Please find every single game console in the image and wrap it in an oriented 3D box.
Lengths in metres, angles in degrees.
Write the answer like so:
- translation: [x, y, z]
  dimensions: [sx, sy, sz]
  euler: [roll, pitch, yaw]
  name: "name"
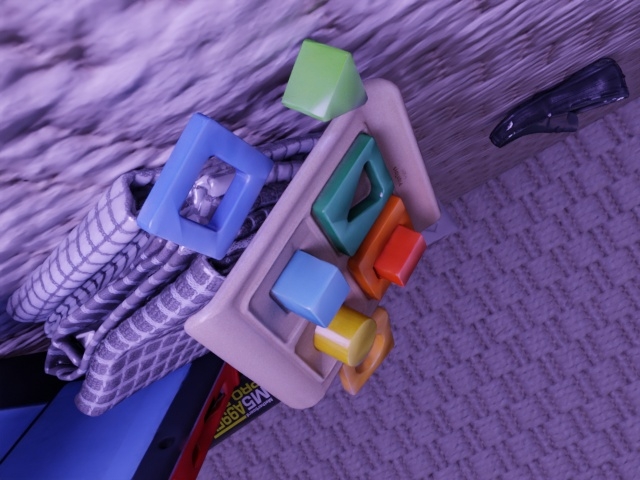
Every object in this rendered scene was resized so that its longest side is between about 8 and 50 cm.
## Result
- translation: [-0.266, 0.204, 0.564]
  dimensions: [0.342, 0.060, 0.386]
  euler: [-7, -157, 13]
  name: "game console"

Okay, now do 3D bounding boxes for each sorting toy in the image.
- translation: [0.020, 0.020, 0.443]
  dimensions: [0.196, 0.047, 0.347]
  euler: [-54, 148, -13]
  name: "sorting toy"

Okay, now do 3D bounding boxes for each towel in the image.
- translation: [-0.077, 0.018, 0.547]
  dimensions: [0.235, 0.121, 0.284]
  euler: [-34, 173, 39]
  name: "towel"

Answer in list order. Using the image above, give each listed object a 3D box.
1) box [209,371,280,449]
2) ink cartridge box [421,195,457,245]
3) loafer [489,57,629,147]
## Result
- translation: [-0.116, 0.165, 0.902]
  dimensions: [0.216, 0.060, 0.270]
  euler: [-33, -164, -1]
  name: "box"
- translation: [0.099, 0.022, 1.352]
  dimensions: [0.307, 0.129, 0.223]
  euler: [-38, 170, 35]
  name: "ink cartridge box"
- translation: [0.373, -0.201, 1.020]
  dimensions: [0.223, 0.078, 0.076]
  euler: [-29, 174, 5]
  name: "loafer"
